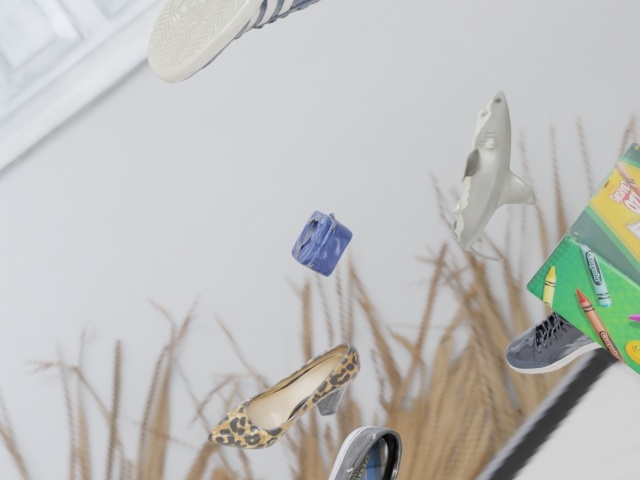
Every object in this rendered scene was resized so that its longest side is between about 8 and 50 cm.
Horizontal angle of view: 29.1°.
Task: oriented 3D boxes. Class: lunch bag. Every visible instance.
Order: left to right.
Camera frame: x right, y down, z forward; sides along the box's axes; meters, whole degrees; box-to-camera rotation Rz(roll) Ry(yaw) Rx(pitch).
[{"bbox_3d":[0.000,0.000,1.972,0.065,0.098,0.067,26,6,-27],"label":"lunch bag"}]

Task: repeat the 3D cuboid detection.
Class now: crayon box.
[{"bbox_3d":[0.333,0.018,1.251,0.165,0.081,0.278,37,34,8],"label":"crayon box"}]

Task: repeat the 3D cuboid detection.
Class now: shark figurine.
[{"bbox_3d":[0.250,-0.054,1.773,0.166,0.116,0.278,-64,165,-54],"label":"shark figurine"}]

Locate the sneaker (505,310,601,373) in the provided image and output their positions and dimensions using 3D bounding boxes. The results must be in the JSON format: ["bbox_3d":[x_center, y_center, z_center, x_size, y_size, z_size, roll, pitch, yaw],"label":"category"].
[{"bbox_3d":[0.334,0.106,1.755,0.163,0.226,0.086,38,38,-39],"label":"sneaker"}]

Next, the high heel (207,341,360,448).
[{"bbox_3d":[-0.059,0.248,2.026,0.093,0.261,0.186,56,-34,31],"label":"high heel"}]

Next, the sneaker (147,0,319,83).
[{"bbox_3d":[-0.087,-0.339,1.722,0.131,0.350,0.148,50,9,33],"label":"sneaker"}]

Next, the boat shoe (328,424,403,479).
[{"bbox_3d":[0.038,0.310,1.366,0.080,0.228,0.076,33,-26,-15],"label":"boat shoe"}]
